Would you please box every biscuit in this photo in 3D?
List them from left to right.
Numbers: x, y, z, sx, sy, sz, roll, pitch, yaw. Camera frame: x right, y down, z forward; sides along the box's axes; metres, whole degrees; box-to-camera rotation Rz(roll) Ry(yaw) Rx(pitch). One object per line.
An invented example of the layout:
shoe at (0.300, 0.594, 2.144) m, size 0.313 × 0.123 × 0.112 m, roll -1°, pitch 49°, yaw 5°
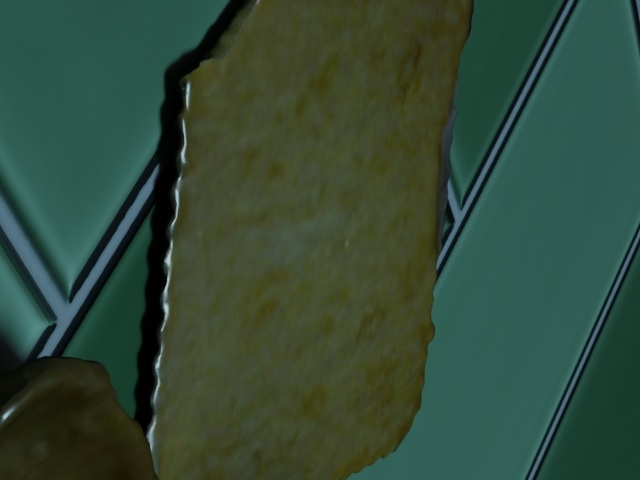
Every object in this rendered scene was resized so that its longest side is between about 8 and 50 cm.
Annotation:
biscuit at (0.000, 0.000, 0.765) m, size 0.237 × 0.013 × 0.232 m, roll -16°, pitch 116°, yaw -61°

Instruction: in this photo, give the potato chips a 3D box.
potato chips at (-0.093, 0.130, 0.602) m, size 0.150 × 0.049 × 0.201 m, roll -63°, pitch 148°, yaw -33°
